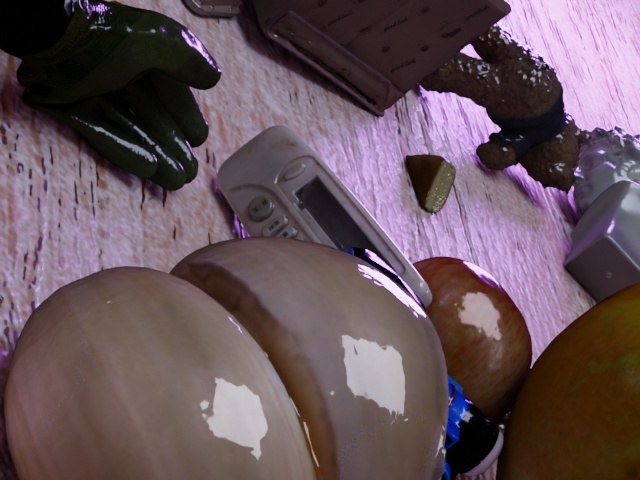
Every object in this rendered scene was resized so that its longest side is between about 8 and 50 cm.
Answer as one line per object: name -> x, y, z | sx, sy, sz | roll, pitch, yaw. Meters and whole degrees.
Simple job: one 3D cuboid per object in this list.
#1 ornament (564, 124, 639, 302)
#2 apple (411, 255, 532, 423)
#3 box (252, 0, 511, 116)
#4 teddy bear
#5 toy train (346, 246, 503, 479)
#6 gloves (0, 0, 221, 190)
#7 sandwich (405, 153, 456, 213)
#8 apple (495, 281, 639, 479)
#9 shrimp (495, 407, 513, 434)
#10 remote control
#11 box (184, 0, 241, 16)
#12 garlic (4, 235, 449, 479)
ornament -> 0.353, -0.029, 2.285 | 0.130, 0.120, 0.285 | 42, 25, -21
apple -> 0.099, 0.094, 1.618 | 0.131, 0.146, 0.146 | -38, 86, -26
box -> 0.025, -0.325, 2.046 | 0.225, 0.190, 0.297 | 29, 29, -47
teddy bear -> 0.217, -0.162, 2.234 | 0.251, 0.129, 0.182 | 45, 59, -21
toy train -> 0.050, 0.116, 1.501 | 0.204, 0.131, 0.082 | 43, 23, -15
gloves -> -0.162, -0.131, 1.519 | 0.268, 0.135, 0.107 | 46, 19, -53
sandwich -> 0.116, -0.067, 2.019 | 0.031, 0.044, 0.083 | 35, 29, -40
apple -> 0.302, 0.213, 1.543 | 0.374, 0.384, 0.374 | 12, 30, -7
shrimp -> 0.200, 0.209, 1.737 | 0.219, 0.046, 0.152 | 39, 21, -30
remote control -> 0.000, 0.000, 1.614 | 0.230, 0.090, 0.049 | 52, -1, 37
box -> -0.114, -0.280, 1.910 | 0.122, 0.062, 0.089 | 54, 23, 12
garlic -> -0.056, 0.116, 1.265 | 0.249, 0.286, 0.313 | 97, -22, -57
